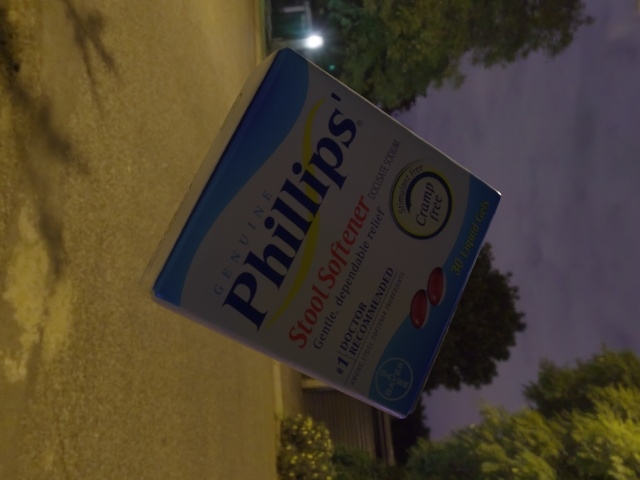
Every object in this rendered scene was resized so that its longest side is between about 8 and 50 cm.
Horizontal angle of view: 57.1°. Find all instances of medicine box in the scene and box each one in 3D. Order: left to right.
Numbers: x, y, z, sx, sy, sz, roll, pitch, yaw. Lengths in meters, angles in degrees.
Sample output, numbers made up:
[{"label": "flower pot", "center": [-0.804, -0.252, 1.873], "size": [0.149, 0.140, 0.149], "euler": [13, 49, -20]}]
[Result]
[{"label": "medicine box", "center": [0.000, 0.000, 0.625], "size": [0.264, 0.289, 0.149], "euler": [-64, -159, -10]}]
